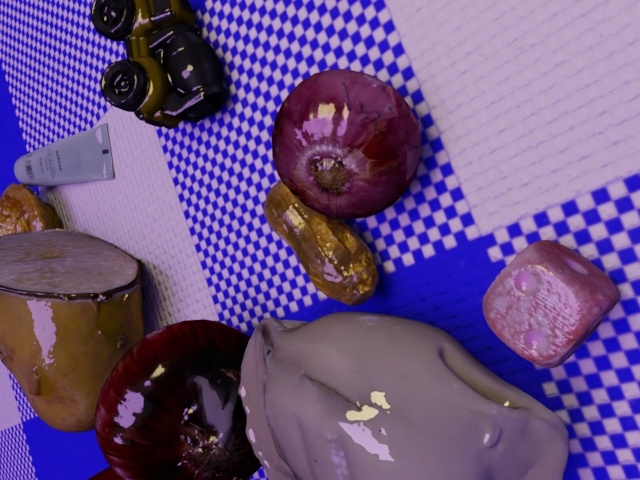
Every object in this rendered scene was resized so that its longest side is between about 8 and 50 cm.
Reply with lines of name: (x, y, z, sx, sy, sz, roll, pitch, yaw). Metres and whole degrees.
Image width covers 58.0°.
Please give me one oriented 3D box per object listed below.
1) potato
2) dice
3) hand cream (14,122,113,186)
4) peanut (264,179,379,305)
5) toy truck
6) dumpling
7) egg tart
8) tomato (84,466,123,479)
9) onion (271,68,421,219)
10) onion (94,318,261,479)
potato: (-0.491, 0.169, 1.072, 0.397, 0.290, 0.295, 16, 108, 35)
dice: (0.222, 0.060, 0.562, 0.094, 0.093, 0.091, 43, 122, 29)
hand cream: (-0.544, -0.165, 1.220, 0.321, 0.067, 0.109, -4, 93, 37)
peanut: (0.000, 0.000, 0.751, 0.206, 0.087, 0.087, 51, 126, 25)
toy truck: (-0.235, -0.288, 0.885, 0.165, 0.147, 0.224, -13, 86, 18)
dumpling: (0.047, 0.236, 0.640, 0.395, 0.233, 0.315, 15, 98, 31)
egg tart: (-0.655, -0.013, 1.304, 0.241, 0.106, 0.240, 5, 98, 39)
tomato: (-0.330, 0.518, 0.965, 0.290, 0.325, 0.293, -49, 63, 37)
onion: (0.029, -0.109, 0.669, 0.177, 0.153, 0.177, 5, 104, 23)
onion: (-0.191, 0.232, 0.855, 0.285, 0.273, 0.273, -133, 51, -57)
